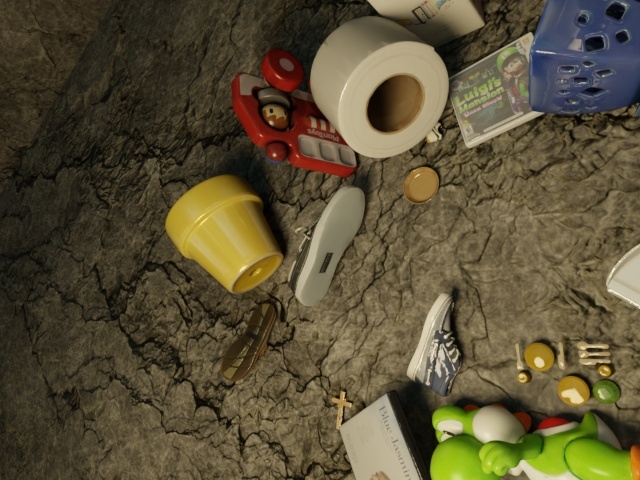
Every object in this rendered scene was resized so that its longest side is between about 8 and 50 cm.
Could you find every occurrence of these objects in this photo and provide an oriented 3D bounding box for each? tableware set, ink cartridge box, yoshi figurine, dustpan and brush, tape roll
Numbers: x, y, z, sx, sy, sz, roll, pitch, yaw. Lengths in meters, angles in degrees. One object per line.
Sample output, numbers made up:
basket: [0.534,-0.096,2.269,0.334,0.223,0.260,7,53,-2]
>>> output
tableware set: [0.410,0.223,0.805,0.154,0.024,0.104,-9,76,35]
ink cartridge box: [0.219,-0.551,1.014,0.168,0.233,0.171,-13,71,35]
yoshi figurine: [0.323,0.367,0.730,0.362,0.203,0.203,2,86,41]
dustpan and brush: [0.553,0.020,0.717,0.147,0.060,0.211,37,102,38]
tape roll: [0.119,-0.319,1.001,0.246,0.246,0.169,-48,42,19]

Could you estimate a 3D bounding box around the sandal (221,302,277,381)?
sandal: [-0.174,0.265,1.235,0.090,0.060,0.219,20,77,34]

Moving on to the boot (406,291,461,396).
boot: [0.240,0.200,0.922,0.086,0.069,0.190,24,102,32]

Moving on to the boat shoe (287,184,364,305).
boat shoe: [0.003,0.001,1.126,0.105,0.113,0.306,41,120,44]

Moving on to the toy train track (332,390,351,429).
toy train track: [0.047,0.375,1.057,0.048,0.014,0.083,7,89,32]

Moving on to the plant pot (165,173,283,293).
plant pot: [-0.229,-0.002,1.237,0.254,0.254,0.239,-45,71,20]

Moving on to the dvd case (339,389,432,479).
dvd case: [0.115,0.411,0.908,0.253,0.022,0.180,-59,43,50]

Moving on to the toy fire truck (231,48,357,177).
toy fire truck: [-0.057,-0.283,1.131,0.169,0.302,0.253,-42,49,47]

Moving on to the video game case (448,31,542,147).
video game case: [0.364,-0.304,0.974,0.190,0.022,0.173,-24,64,32]

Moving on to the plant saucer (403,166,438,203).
plant saucer: [0.222,-0.118,1.043,0.083,0.015,0.083,-11,72,35]

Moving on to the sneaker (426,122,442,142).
sneaker: [0.249,-0.254,1.051,0.037,0.032,0.083,-7,73,16]

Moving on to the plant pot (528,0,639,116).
plant pot: [0.476,-0.337,0.759,0.212,0.236,0.236,19,90,25]
